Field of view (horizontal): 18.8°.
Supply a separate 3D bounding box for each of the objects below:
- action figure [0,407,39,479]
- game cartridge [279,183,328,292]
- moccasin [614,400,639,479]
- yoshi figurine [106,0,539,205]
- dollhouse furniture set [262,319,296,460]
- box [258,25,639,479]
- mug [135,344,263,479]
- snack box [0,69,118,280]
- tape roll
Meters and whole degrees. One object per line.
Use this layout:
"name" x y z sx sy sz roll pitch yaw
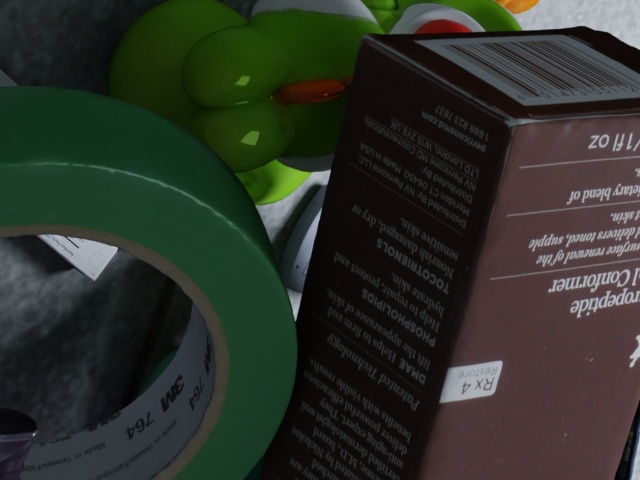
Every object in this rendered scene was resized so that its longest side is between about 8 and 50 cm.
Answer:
"action figure" -0.222 0.215 1.070 0.099 0.185 0.285 -11 114 -34
"game cartridge" 0.000 0.000 1.446 0.056 0.017 0.083 22 96 -55
"moccasin" 0.233 0.256 1.786 0.138 0.117 0.342 -31 134 -31
"yoshi figurine" -0.005 -0.124 1.277 0.203 0.203 0.362 -42 168 34
"dollhouse furniture set" 0.098 0.066 1.388 0.303 0.174 0.355 -64 150 -33
"box" 0.091 0.070 1.175 0.191 0.143 0.381 -7 122 -39
"mug" -0.075 0.147 1.371 0.129 0.097 0.157 -35 130 -58
"snack box" -0.176 -0.041 1.218 0.064 0.022 0.178 -53 142 -7
"tape roll" -0.176 0.064 1.121 0.321 0.077 0.321 -8 128 -11
